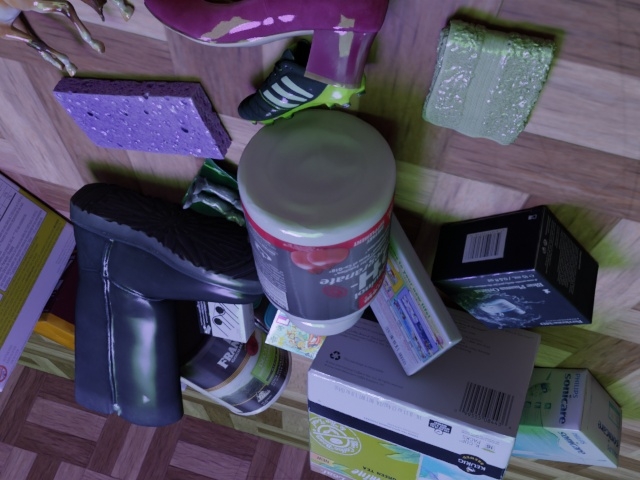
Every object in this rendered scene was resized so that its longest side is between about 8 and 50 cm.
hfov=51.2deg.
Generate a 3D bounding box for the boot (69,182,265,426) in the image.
[{"bbox_3d":[-0.262,0.160,1.141,0.367,0.146,0.445,23,121,18],"label":"boot"}]

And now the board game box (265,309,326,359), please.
[{"bbox_3d":[-0.027,0.136,1.218,0.103,0.026,0.154,20,113,-5],"label":"board game box"}]

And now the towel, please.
[{"bbox_3d":[0.159,-0.148,0.649,0.110,0.027,0.148,14,154,6],"label":"towel"}]

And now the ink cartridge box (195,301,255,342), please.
[{"bbox_3d":[-0.176,0.082,1.189,0.097,0.046,0.207,10,124,17],"label":"ink cartridge box"}]

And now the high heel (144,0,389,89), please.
[{"bbox_3d":[-0.055,-0.228,0.609,0.244,0.082,0.117,25,118,22],"label":"high heel"}]

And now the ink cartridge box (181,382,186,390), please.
[{"bbox_3d":[-0.377,0.265,1.626,0.128,0.176,0.127,31,151,-25],"label":"ink cartridge box"}]

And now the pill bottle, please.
[{"bbox_3d":[0.000,0.000,0.852,0.176,0.176,0.318,13,150,10],"label":"pill bottle"}]

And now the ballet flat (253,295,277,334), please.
[{"bbox_3d":[-0.112,0.128,1.304,0.280,0.095,0.096,32,162,-5],"label":"ballet flat"}]

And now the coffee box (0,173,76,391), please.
[{"bbox_3d":[-0.728,0.043,1.225,0.337,0.338,0.334,-2,148,34],"label":"coffee box"}]

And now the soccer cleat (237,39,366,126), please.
[{"bbox_3d":[-0.029,-0.169,0.706,0.179,0.060,0.072,-4,123,44],"label":"soccer cleat"}]

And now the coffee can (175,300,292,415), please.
[{"bbox_3d":[-0.217,0.236,1.443,0.201,0.201,0.275,-1,149,34],"label":"coffee can"}]

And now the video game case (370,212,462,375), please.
[{"bbox_3d":[0.111,0.076,0.959,0.023,0.212,0.193,-21,162,-18],"label":"video game case"}]

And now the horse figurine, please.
[{"bbox_3d":[-0.316,-0.249,0.708,0.263,0.066,0.174,-8,150,46],"label":"horse figurine"}]

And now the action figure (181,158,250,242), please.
[{"bbox_3d":[-0.084,-0.033,0.998,0.232,0.063,0.137,22,151,-18],"label":"action figure"}]

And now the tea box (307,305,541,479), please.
[{"bbox_3d":[0.168,0.289,1.158,0.329,0.220,0.323,15,136,17],"label":"tea box"}]

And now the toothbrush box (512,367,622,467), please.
[{"bbox_3d":[0.426,0.354,1.357,0.295,0.126,0.216,-7,144,42],"label":"toothbrush box"}]

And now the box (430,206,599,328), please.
[{"bbox_3d":[0.259,0.044,0.891,0.156,0.093,0.158,-11,143,45],"label":"box"}]

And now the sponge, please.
[{"bbox_3d":[-0.230,-0.159,0.868,0.210,0.031,0.117,8,152,20],"label":"sponge"}]

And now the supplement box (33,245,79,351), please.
[{"bbox_3d":[-0.479,0.122,1.388,0.129,0.194,0.191,-7,145,41],"label":"supplement box"}]
